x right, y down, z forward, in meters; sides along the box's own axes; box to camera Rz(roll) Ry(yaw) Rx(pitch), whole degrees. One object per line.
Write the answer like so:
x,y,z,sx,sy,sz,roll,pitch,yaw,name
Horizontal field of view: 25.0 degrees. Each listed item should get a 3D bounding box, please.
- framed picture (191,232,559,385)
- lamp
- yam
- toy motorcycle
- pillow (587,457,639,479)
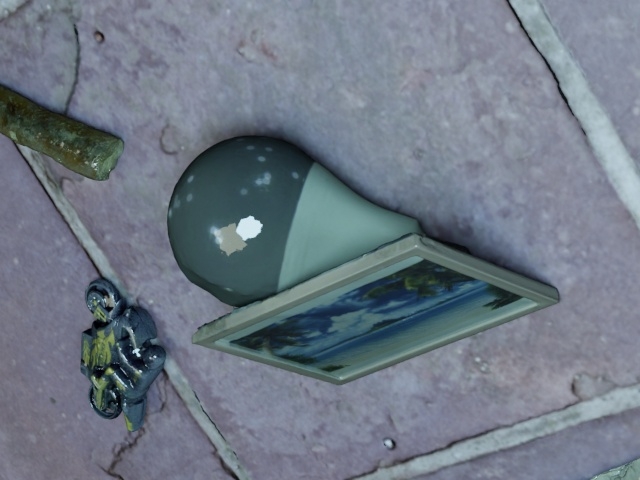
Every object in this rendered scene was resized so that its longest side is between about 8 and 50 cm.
0.054,0.078,1.490,0.315,0.232,0.024,-24,58,39,framed picture
-0.010,0.007,1.519,0.314,0.182,0.182,24,129,-9,lamp
-0.349,-0.139,1.688,0.253,0.061,0.061,23,125,18,yam
-0.241,0.146,1.779,0.124,0.061,0.193,15,115,31,toy motorcycle
0.306,0.316,1.557,0.230,0.050,0.148,-27,107,38,pillow
